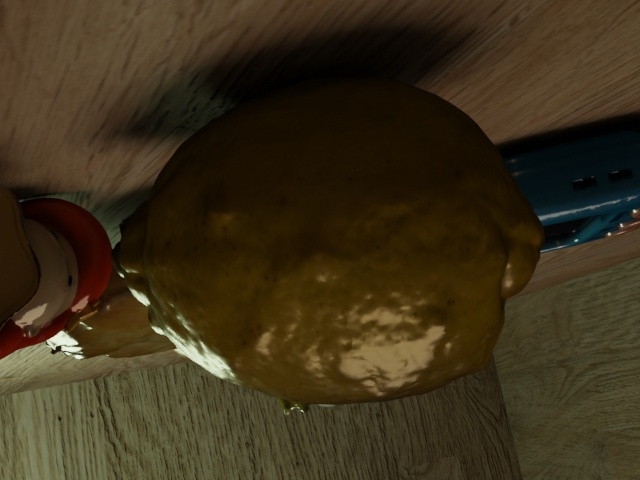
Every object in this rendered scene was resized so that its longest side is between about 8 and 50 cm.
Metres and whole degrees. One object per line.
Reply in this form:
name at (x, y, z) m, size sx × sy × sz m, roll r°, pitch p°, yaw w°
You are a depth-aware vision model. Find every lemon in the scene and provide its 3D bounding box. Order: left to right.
lemon at (0.008, -0.001, 0.849) m, size 0.316 × 0.285 × 0.285 m, roll 30°, pitch -177°, yaw 17°

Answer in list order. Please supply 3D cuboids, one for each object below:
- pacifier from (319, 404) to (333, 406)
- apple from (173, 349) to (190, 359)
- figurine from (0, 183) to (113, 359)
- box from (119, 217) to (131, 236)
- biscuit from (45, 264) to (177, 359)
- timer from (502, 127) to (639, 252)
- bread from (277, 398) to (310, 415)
pacifier at (-0.021, 0.175, 2.009) m, size 0.332 × 0.273 × 0.220 m, roll -6°, pitch -175°, yaw -31°
apple at (-0.202, 0.132, 1.754) m, size 0.146 × 0.131 × 0.146 m, roll -18°, pitch 170°, yaw -3°
figurine at (-0.313, 0.030, 0.955) m, size 0.208 × 0.181 × 0.257 m, roll -52°, pitch 174°, yaw -5°
box at (-0.126, -0.033, 1.185) m, size 0.121 × 0.030 × 0.193 m, roll -3°, pitch 166°, yaw -44°
biscuit at (-0.120, 0.049, 1.268) m, size 0.446 × 0.104 × 0.429 m, roll -20°, pitch 168°, yaw 21°
timer at (0.317, -0.054, 1.373) m, size 0.309 × 0.115 × 0.340 m, roll -14°, pitch 171°, yaw 1°
bread at (0.026, 0.147, 1.770) m, size 0.238 × 0.252 × 0.196 m, roll -12°, pitch 172°, yaw -19°
